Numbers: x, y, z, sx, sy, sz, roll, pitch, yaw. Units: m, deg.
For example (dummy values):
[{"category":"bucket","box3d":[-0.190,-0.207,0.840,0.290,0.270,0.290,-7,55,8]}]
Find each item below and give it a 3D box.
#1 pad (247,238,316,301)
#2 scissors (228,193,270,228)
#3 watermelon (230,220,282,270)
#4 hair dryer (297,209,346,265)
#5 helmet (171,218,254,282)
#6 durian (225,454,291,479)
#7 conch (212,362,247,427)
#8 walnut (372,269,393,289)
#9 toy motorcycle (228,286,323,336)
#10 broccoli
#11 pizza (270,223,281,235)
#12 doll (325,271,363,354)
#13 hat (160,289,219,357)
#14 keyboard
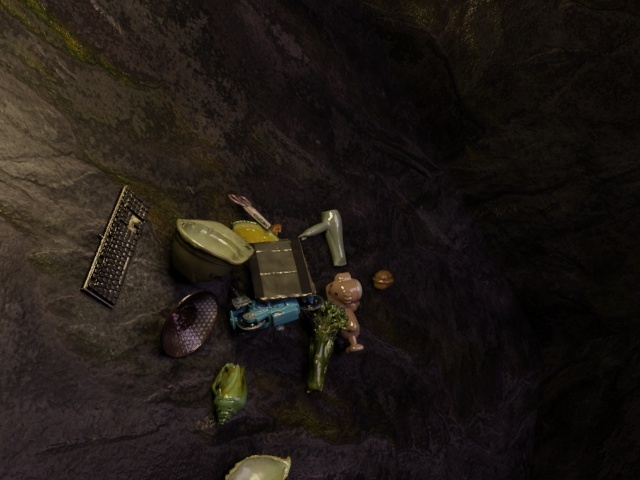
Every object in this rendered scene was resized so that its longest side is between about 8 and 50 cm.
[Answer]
[{"category":"pad","box3d":[-0.121,0.082,1.936,0.022,0.174,0.233,98,-20,-44]},{"category":"scissors","box3d":[-0.209,-0.090,2.041,0.176,0.022,0.085,42,17,29]},{"category":"watermelon","box3d":[-0.170,0.061,2.046,0.129,0.123,0.301,-30,97,-36]},{"category":"hair dryer","box3d":[0.000,0.000,2.379,0.237,0.075,0.206,-8,87,-50]},{"category":"helmet","box3d":[-0.310,0.044,1.797,0.204,0.137,0.258,38,15,21]},{"category":"durian","box3d":[-0.172,0.636,1.690,0.144,0.139,0.252,61,33,-8]},{"category":"conch","box3d":[-0.240,0.399,1.773,0.095,0.079,0.200,29,32,-31]},{"category":"walnut","box3d":[0.244,0.156,2.640,0.096,0.083,0.078,-12,112,-60]},{"category":"toy motorcycle","box3d":[-0.140,0.180,1.922,0.272,0.182,0.123,-16,120,-22]},{"category":"broccoli","box3d":[-0.002,0.334,2.136,0.146,0.165,0.303,10,70,-9]},{"category":"pizza","box3d":[-0.148,-0.033,2.197,0.037,0.016,0.083,62,29,-12]},{"category":"doll","box3d":[0.088,0.251,2.299,0.119,0.154,0.277,-7,82,-17]},{"category":"hat","box3d":[-0.353,0.196,1.709,0.193,0.082,0.193,-39,144,-36]},{"category":"keyboard","box3d":[-0.493,0.007,1.638,0.106,0.027,0.316,43,42,-38]}]
